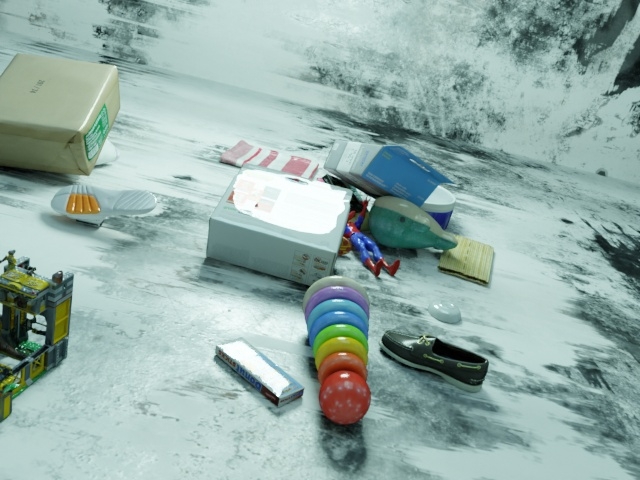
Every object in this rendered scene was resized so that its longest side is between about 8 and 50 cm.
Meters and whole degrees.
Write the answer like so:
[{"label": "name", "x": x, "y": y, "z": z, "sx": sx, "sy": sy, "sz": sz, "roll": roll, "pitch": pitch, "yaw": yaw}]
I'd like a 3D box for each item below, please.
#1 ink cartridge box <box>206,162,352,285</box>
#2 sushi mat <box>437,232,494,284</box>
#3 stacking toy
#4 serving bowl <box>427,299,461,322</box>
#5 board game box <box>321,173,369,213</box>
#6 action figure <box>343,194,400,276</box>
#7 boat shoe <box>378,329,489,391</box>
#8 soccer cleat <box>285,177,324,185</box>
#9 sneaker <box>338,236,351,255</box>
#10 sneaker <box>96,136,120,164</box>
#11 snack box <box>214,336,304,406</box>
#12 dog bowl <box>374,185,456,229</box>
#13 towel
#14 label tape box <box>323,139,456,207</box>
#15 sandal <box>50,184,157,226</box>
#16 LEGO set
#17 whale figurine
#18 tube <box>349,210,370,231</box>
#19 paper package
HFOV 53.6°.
[{"label": "ink cartridge box", "x": -0.093, "y": -0.045, "z": 1.590, "sx": 0.309, "sy": 0.130, "sz": 0.272, "roll": 16, "pitch": 39, "yaw": 3}, {"label": "sushi mat", "x": 0.442, "y": 0.051, "z": 1.909, "sx": 0.151, "sy": 0.019, "sz": 0.316, "roll": 18, "pitch": 22, "yaw": 12}, {"label": "stacking toy", "x": 0.033, "y": 0.206, "z": 1.183, "sx": 0.141, "sy": 0.141, "sz": 0.330, "roll": 11, "pitch": 28, "yaw": -7}, {"label": "serving bowl", "x": 0.305, "y": 0.168, "z": 1.545, "sx": 0.083, "sy": 0.027, "sz": 0.083, "roll": 12, "pitch": 24, "yaw": -5}, {"label": "board game box", "x": 0.083, "y": -0.136, "z": 1.982, "sx": 0.186, "sy": 0.026, "sz": 0.126, "roll": 12, "pitch": 46, "yaw": -60}, {"label": "action figure", "x": 0.122, "y": -0.030, "z": 1.752, "sx": 0.091, "sy": 0.139, "sz": 0.280, "roll": 1, "pitch": 26, "yaw": -33}, {"label": "boat shoe", "x": 0.232, "y": 0.230, "z": 1.303, "sx": 0.227, "sy": 0.069, "sz": 0.081, "roll": 21, "pitch": 23, "yaw": 17}, {"label": "soccer cleat", "x": -0.059, "y": -0.116, "z": 1.922, "sx": 0.331, "sy": 0.116, "sz": 0.143, "roll": 4, "pitch": 56, "yaw": -46}, {"label": "sneaker", "x": 0.000, "y": 0.000, "z": 1.717, "sx": 0.175, "sy": 0.064, "sz": 0.067, "roll": 12, "pitch": 13, "yaw": -13}, {"label": "sneaker", "x": -0.754, "y": -0.311, "z": 1.962, "sx": 0.305, "sy": 0.114, "sz": 0.152, "roll": 33, "pitch": 21, "yaw": 20}, {"label": "snack box", "x": -0.112, "y": 0.235, "z": 1.151, "sx": 0.178, "sy": 0.022, "sz": 0.064, "roll": 31, "pitch": 27, "yaw": 35}, {"label": "dog bowl", "x": 0.317, "y": -0.128, "z": 2.144, "sx": 0.264, "sy": 0.104, "sz": 0.265, "roll": 12, "pitch": 23, "yaw": -5}, {"label": "towel", "x": -0.177, "y": -0.286, "z": 2.314, "sx": 0.328, "sy": 0.037, "sz": 0.237, "roll": 16, "pitch": 23, "yaw": 4}, {"label": "label tape box", "x": 0.194, "y": -0.191, "z": 1.869, "sx": 0.240, "sy": 0.106, "sz": 0.333, "roll": 27, "pitch": -3, "yaw": -31}, {"label": "sandal", "x": -0.528, "y": -0.073, "z": 1.553, "sx": 0.265, "sy": 0.076, "sz": 0.102, "roll": 4, "pitch": 45, "yaw": 5}, {"label": "LEGO set", "x": -0.545, "y": 0.106, "z": 0.973, "sx": 0.331, "sy": 0.192, "sz": 0.255, "roll": 21, "pitch": 23, "yaw": 17}, {"label": "whale figurine", "x": 0.262, "y": -0.023, "z": 1.855, "sx": 0.271, "sy": 0.141, "sz": 0.216, "roll": 28, "pitch": -5, "yaw": -14}, {"label": "tube", "x": 0.127, "y": -0.057, "z": 1.932, "sx": 0.240, "sy": 0.062, "sz": 0.070, "roll": -8, "pitch": -9, "yaw": -27}, {"label": "paper package", "x": -0.756, "y": -0.362, "z": 1.790, "sx": 0.309, "sy": 0.168, "sz": 0.325, "roll": 6, "pitch": 47, "yaw": 0}]
